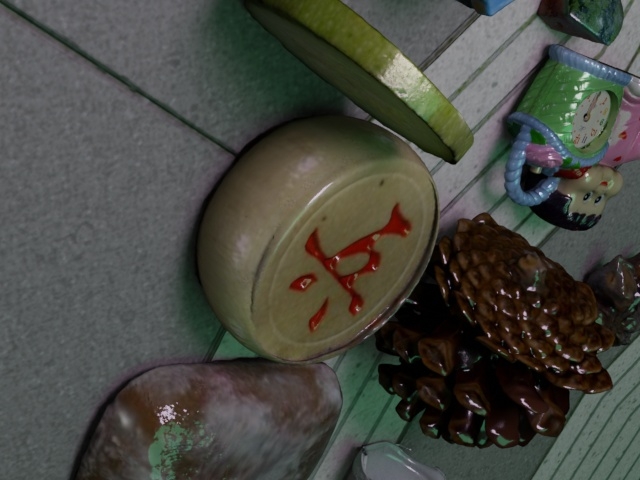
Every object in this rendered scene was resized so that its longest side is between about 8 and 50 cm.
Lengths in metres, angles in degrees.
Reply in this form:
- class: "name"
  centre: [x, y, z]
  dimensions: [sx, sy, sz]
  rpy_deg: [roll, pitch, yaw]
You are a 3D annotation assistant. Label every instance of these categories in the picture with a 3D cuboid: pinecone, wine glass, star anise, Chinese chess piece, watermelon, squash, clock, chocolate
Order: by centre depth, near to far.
- class: "squash"
  centre: [0.037, -0.140, 0.866]
  dimensions: [0.041, 0.219, 0.219]
  rpy_deg: [-53, 140, 1]
- class: "Chinese chess piece"
  centre: [0.000, 0.000, 1.029]
  dimensions: [0.250, 0.103, 0.249]
  rpy_deg: [-26, 136, -28]
- class: "chocolate"
  centre: [-0.098, 0.220, 1.119]
  dimensions: [0.303, 0.100, 0.185]
  rpy_deg: [3, 114, -47]
- class: "watermelon"
  centre: [0.277, -0.240, 1.121]
  dimensions: [0.084, 0.092, 0.072]
  rpy_deg: [-22, 172, -18]
- class: "pinecone"
  centre: [0.177, 0.111, 1.176]
  dimensions: [0.264, 0.264, 0.264]
  rpy_deg: [-24, 133, -28]
- class: "clock"
  centre: [0.287, -0.110, 1.210]
  dimensions: [0.194, 0.100, 0.195]
  rpy_deg: [7, 112, -41]
- class: "wine glass"
  centre: [0.068, 0.371, 1.339]
  dimensions: [0.165, 0.165, 0.196]
  rpy_deg: [20, 112, -48]
- class: "star anise"
  centre: [0.394, 0.096, 1.481]
  dimensions: [0.212, 0.073, 0.197]
  rpy_deg: [-21, 135, -33]

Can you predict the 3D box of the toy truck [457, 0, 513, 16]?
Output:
- class: "toy truck"
  centre: [0.098, -0.360, 0.794]
  dimensions: [0.161, 0.162, 0.385]
  rpy_deg: [-39, 138, -12]
